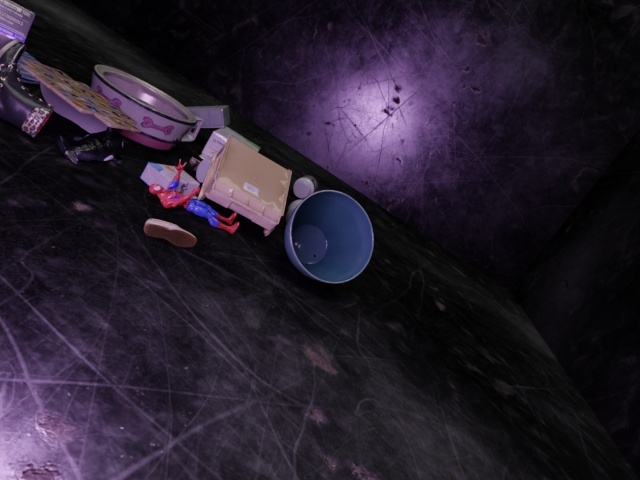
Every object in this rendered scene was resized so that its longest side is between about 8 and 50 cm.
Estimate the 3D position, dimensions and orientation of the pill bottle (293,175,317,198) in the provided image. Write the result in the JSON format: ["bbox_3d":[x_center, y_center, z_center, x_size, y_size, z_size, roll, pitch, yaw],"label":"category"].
[{"bbox_3d":[-0.079,-0.264,2.490,0.108,0.108,0.180,33,16,0],"label":"pill bottle"}]

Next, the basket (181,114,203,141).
[{"bbox_3d":[-0.605,-0.507,2.172,0.103,0.113,0.167,31,15,2],"label":"basket"}]

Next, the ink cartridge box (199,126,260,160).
[{"bbox_3d":[-0.401,-0.401,2.243,0.207,0.119,0.353,31,16,-10],"label":"ink cartridge box"}]

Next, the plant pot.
[{"bbox_3d":[0.000,0.000,1.618,0.290,0.290,0.195,28,-19,-19],"label":"plant pot"}]

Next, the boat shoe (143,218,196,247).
[{"bbox_3d":[-0.380,-0.024,1.265,0.135,0.050,0.045,24,23,-30],"label":"boat shoe"}]

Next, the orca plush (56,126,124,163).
[{"bbox_3d":[-0.659,-0.305,1.466,0.151,0.102,0.287,35,16,8],"label":"orca plush"}]

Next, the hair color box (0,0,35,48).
[{"bbox_3d":[-0.982,-0.614,1.461,0.185,0.110,0.338,21,-16,-36],"label":"hair color box"}]

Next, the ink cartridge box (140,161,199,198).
[{"bbox_3d":[-0.462,-0.187,1.576,0.104,0.062,0.181,39,16,18],"label":"ink cartridge box"}]

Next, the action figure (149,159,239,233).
[{"bbox_3d":[-0.360,-0.131,1.479,0.280,0.139,0.091,21,25,-30],"label":"action figure"}]

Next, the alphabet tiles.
[{"bbox_3d":[-0.724,-0.438,1.517,0.342,0.011,0.285,37,11,4],"label":"alphabet tiles"}]

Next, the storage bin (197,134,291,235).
[{"bbox_3d":[-0.251,-0.181,1.690,0.262,0.123,0.261,29,46,-24],"label":"storage bin"}]

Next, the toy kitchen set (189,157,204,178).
[{"bbox_3d":[-0.465,-0.261,1.857,0.068,0.075,0.083,29,-24,-27],"label":"toy kitchen set"}]

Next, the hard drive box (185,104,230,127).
[{"bbox_3d":[-0.556,-0.583,2.340,0.232,0.089,0.181,-1,19,0],"label":"hard drive box"}]

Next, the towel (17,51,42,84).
[{"bbox_3d":[-1.089,-0.639,1.776,0.336,0.040,0.243,38,14,9],"label":"towel"}]

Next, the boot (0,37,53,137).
[{"bbox_3d":[-0.806,-0.409,1.345,0.178,0.237,0.085,30,-27,-24],"label":"boot"}]

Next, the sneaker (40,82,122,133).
[{"bbox_3d":[-0.785,-0.443,1.658,0.295,0.105,0.147,38,12,2],"label":"sneaker"}]

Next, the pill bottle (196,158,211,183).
[{"bbox_3d":[-0.346,-0.229,1.830,0.208,0.118,0.117,16,23,-49],"label":"pill bottle"}]

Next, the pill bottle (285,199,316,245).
[{"bbox_3d":[-0.064,-0.070,1.882,0.131,0.131,0.229,27,17,-20],"label":"pill bottle"}]

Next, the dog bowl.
[{"bbox_3d":[-0.692,-0.498,1.906,0.407,0.150,0.408,30,16,-10],"label":"dog bowl"}]

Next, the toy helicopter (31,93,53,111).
[{"bbox_3d":[-0.951,-0.476,1.436,0.355,0.140,0.235,37,3,-31],"label":"toy helicopter"}]
